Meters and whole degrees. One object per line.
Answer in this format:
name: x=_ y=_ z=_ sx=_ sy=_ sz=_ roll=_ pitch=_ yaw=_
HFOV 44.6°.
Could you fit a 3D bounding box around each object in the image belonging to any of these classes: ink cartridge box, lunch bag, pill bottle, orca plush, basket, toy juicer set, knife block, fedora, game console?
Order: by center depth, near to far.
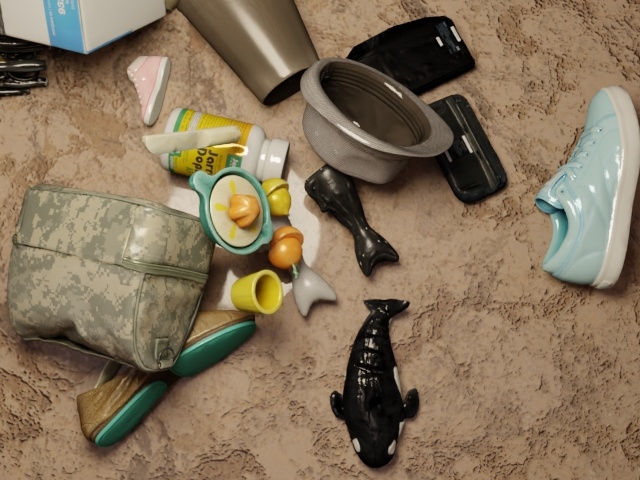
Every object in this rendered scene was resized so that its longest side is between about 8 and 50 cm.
toy juicer set: x=-0.112 y=-0.065 z=1.212 sx=0.209 sy=0.090 sz=0.328 roll=-47 pitch=118 yaw=-44
lunch bag: x=-0.342 y=0.061 z=1.246 sx=0.305 sy=0.213 sz=0.255 roll=10 pitch=84 yaw=26
ink cartridge box: x=-0.450 y=-0.431 z=1.302 sx=0.308 sy=0.129 sz=0.223 roll=16 pitch=38 yaw=19
orca plush: x=0.105 y=0.237 z=1.313 sx=0.151 sy=0.102 sz=0.287 roll=18 pitch=80 yaw=1
knife block: x=-0.605 y=-0.312 z=1.322 sx=0.242 sy=0.276 sz=0.088 roll=-17 pitch=79 yaw=25
fedora: x=0.074 y=-0.187 z=1.324 sx=0.275 sy=0.124 sz=0.244 roll=37 pitch=38 yaw=9
pill bottle: x=-0.163 y=-0.155 z=1.364 sx=0.209 sy=0.117 sz=0.117 roll=14 pitch=80 yaw=0
basket: x=-0.108 y=-0.370 z=1.390 sx=0.204 sy=0.154 sz=0.226 roll=-32 pitch=87 yaw=-13
game console: x=0.208 y=-0.233 z=1.428 sx=0.213 sy=0.044 sz=0.361 roll=-25 pitch=82 yaw=-4

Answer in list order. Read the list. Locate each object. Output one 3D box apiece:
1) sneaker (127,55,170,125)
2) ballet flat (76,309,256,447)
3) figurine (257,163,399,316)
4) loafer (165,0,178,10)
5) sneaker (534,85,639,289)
sneaker: x=-0.320 y=-0.275 z=1.415 sx=0.070 sy=0.051 sz=0.134 roll=11 pitch=77 yaw=2
ballet flat: x=-0.273 y=0.199 z=1.319 sx=0.342 sy=0.116 sz=0.124 roll=-39 pitch=64 yaw=-4
figurine: x=0.000 y=0.000 z=1.363 sx=0.215 sy=0.092 sz=0.209 roll=-33 pitch=87 yaw=-6
loafer: x=-0.273 y=-0.470 z=1.428 sx=0.269 sy=0.102 sz=0.091 roll=-8 pitch=97 yaw=10
sneaker: x=0.459 y=-0.104 z=1.366 sx=0.150 sy=0.135 sz=0.365 roll=8 pitch=79 yaw=-3
